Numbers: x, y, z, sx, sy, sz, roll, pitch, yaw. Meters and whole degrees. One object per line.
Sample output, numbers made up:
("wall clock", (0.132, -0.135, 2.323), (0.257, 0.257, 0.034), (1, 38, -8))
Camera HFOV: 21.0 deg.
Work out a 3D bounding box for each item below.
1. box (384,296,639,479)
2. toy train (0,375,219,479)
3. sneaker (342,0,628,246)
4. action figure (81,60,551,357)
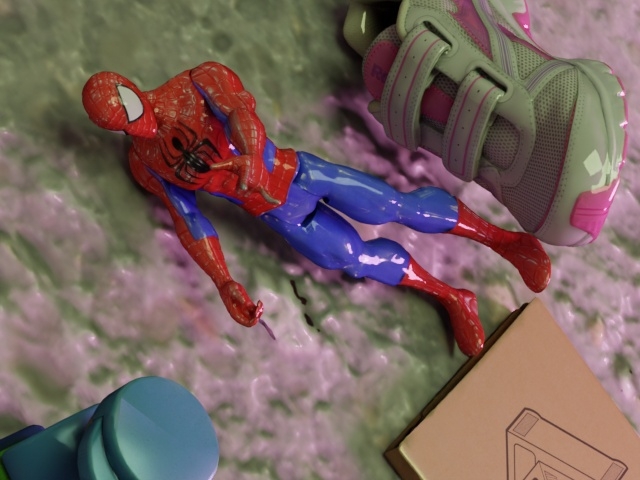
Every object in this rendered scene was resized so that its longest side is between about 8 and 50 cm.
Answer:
("box", (0.140, 0.154, 0.991), (0.201, 0.021, 0.164), (54, 45, -5))
("toy train", (-0.060, 0.181, 0.713), (0.105, 0.143, 0.248), (-24, 84, -45))
("sneaker", (0.084, -0.079, 0.984), (0.111, 0.103, 0.252), (1, 31, -25))
("action figure", (0.000, 0.000, 0.888), (0.280, 0.091, 0.139), (27, 29, -27))
